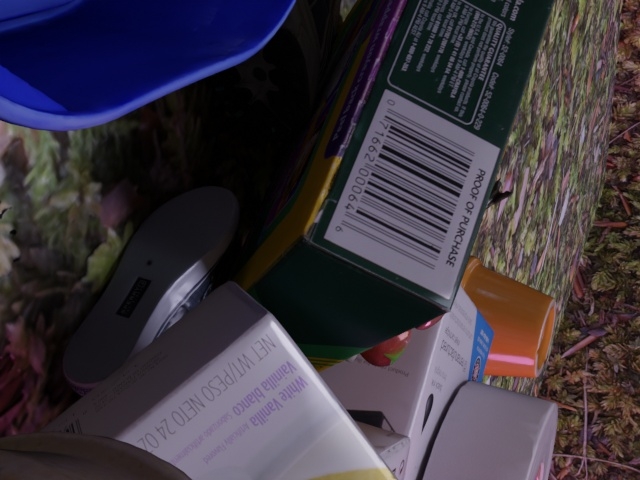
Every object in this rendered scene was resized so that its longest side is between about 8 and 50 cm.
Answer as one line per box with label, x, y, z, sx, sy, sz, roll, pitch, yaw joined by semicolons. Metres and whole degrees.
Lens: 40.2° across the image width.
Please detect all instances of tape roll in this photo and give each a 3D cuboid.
tape roll;0.178;0.303;0.959;0.286;0.100;0.286;13;90;-69

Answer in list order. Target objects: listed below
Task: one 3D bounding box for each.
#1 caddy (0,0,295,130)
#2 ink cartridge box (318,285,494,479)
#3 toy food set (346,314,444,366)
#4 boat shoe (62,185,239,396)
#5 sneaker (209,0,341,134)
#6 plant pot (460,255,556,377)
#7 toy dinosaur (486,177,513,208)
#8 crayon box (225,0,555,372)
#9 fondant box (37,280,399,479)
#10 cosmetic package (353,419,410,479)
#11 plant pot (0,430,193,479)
caddy;-0.100;-0.188;0.388;0.341;0.179;0.241;-42;138;-54
ink cartridge box;0.048;0.241;0.968;0.285;0.166;0.395;42;64;-64
toy food set;0.061;0.058;0.760;0.128;0.071;0.218;-62;-173;-3
boat shoe;-0.113;0.048;0.636;0.183;0.065;0.083;-57;153;-28
sneaker;-0.036;-0.225;0.639;0.122;0.110;0.283;-63;163;-44
plant pot;0.268;0.133;1.395;0.205;0.187;0.205;12;90;-67
toy dinosaur;0.142;-0.049;0.951;0.118;0.064;0.268;-45;139;-13
crayon box;0.049;-0.090;0.687;0.363;0.106;0.313;-67;-171;-22
fondant box;-0.041;0.227;0.527;0.238;0.096;0.330;-39;111;-11
cosmetic package;-0.066;0.320;0.709;0.155;0.196;0.366;1;99;-67
plant pot;-0.205;0.177;0.215;0.305;0.333;0.334;42;63;-51
